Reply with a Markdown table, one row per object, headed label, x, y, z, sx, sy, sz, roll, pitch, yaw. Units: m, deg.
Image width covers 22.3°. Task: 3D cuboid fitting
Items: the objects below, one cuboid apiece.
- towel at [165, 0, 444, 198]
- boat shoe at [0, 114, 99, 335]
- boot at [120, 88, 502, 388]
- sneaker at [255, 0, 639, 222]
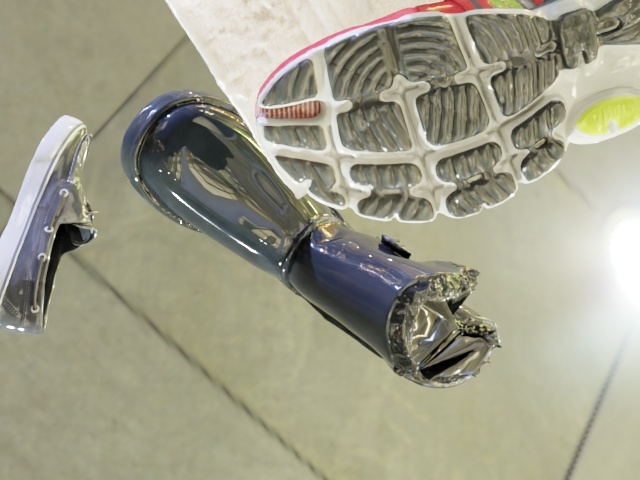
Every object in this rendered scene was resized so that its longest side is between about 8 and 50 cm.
| label | x | y | z | sx | sy | sz | roll | pitch | yaw |
| --- | --- | --- | --- | --- | --- | --- | --- | --- | --- |
| towel | 0.001 | -0.171 | 0.968 | 0.282 | 0.187 | 0.049 | 58 | 4 | -34 |
| boat shoe | -0.242 | -0.012 | 1.485 | 0.076 | 0.080 | 0.228 | 17 | 55 | 2 |
| boot | 0.000 | 0.000 | 1.125 | 0.094 | 0.207 | 0.246 | -55 | 134 | -5 |
| sneaker | 0.092 | -0.090 | 0.844 | 0.279 | 0.118 | 0.107 | -16 | 113 | -15 |
